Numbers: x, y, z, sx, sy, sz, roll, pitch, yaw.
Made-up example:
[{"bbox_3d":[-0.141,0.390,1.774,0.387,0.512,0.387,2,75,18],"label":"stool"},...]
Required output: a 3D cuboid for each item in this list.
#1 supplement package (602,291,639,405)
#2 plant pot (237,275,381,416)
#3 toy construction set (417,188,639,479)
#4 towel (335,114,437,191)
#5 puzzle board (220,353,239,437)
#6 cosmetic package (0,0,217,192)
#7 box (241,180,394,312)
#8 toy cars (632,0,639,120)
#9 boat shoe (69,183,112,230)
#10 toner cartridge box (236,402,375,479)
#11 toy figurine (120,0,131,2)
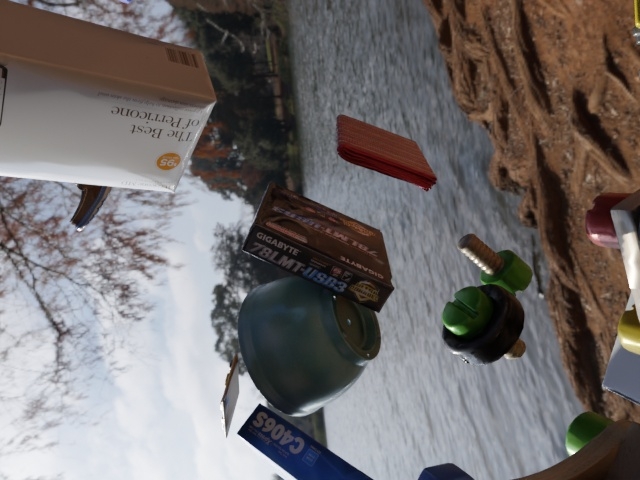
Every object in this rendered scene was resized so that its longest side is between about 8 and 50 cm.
[{"bbox_3d":[0.487,0.127,0.562,0.262,0.145,0.204,-152,76,-73],"label":"supplement package"},{"bbox_3d":[0.002,0.193,1.076,0.293,0.196,0.293,40,-144,-37],"label":"plant pot"},{"bbox_3d":[0.232,0.112,0.266,0.308,0.237,0.258,-29,28,52],"label":"toy construction set"},{"bbox_3d":[0.122,-0.186,1.052,0.275,0.198,0.031,-87,18,-64],"label":"towel"},{"bbox_3d":[-0.164,0.281,0.937,0.097,0.011,0.128,-79,-4,-48],"label":"puzzle board"},{"bbox_3d":[-0.196,-0.090,0.322,0.099,0.238,0.061,-50,50,41],"label":"cosmetic package"},{"bbox_3d":[0.000,0.000,1.086,0.293,0.295,0.074,-86,22,-70],"label":"box"},{"bbox_3d":[0.646,-0.353,0.973,0.394,0.087,0.177,47,-127,-44],"label":"toy cars"},{"bbox_3d":[-0.369,-0.106,0.845,0.183,0.066,0.066,-64,22,-6],"label":"boat shoe"},{"bbox_3d":[0.016,0.437,0.931,0.075,0.347,0.165,-50,-40,-25],"label":"toner cartridge box"},{"bbox_3d":[-0.155,-0.291,0.400,0.191,0.217,0.363,-25,51,56],"label":"toy figurine"}]
